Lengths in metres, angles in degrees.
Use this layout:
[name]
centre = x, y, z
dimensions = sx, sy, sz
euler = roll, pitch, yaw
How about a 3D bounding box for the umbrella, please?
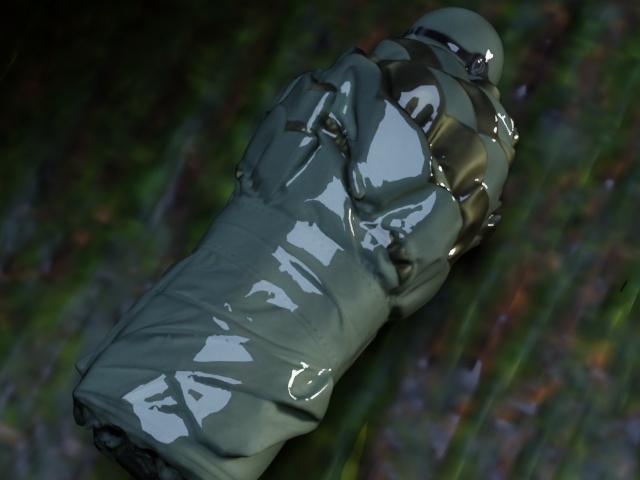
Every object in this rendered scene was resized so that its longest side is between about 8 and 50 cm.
[umbrella]
centre = 0.000, 0.000, 0.411
dimensions = 0.067, 0.062, 0.143
euler = 15, 61, 43
